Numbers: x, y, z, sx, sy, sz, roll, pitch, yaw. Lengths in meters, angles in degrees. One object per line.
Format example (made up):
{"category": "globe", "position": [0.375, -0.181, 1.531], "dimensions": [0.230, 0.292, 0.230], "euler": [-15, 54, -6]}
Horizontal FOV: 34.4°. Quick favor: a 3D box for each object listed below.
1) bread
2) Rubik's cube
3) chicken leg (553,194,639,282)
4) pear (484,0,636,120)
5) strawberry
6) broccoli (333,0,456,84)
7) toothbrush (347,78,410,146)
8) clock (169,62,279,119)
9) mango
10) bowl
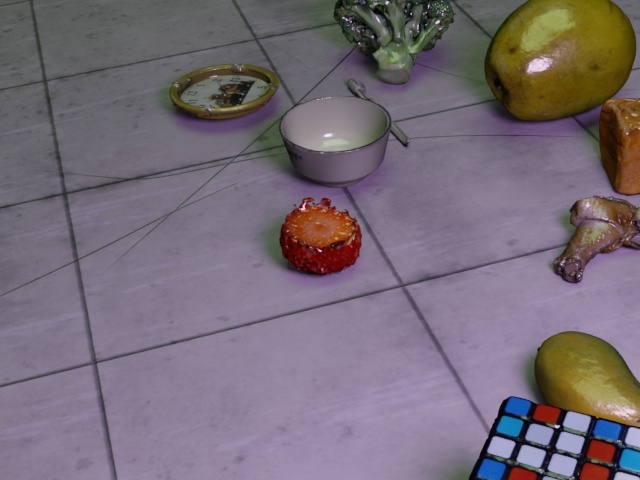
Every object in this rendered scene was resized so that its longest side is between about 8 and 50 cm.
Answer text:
{"category": "bread", "position": [0.583, -0.173, 1.830], "dimensions": [0.158, 0.143, 0.149], "euler": [-4, 36, -5]}
{"category": "Rubik's cube", "position": [0.268, 0.315, 1.169], "dimensions": [0.187, 0.182, 0.184], "euler": [10, 40, 21]}
{"category": "chicken leg", "position": [0.450, -0.013, 1.683], "dimensions": [0.196, 0.080, 0.125], "euler": [-22, 52, -21]}
{"category": "pear", "position": [0.464, -0.360, 2.019], "dimensions": [0.307, 0.253, 0.253], "euler": [-31, 42, -14]}
{"category": "strawberry", "position": [0.000, 0.000, 1.711], "dimensions": [0.145, 0.086, 0.145], "euler": [-4, 38, 3]}
{"category": "broccoli", "position": [0.163, -0.467, 2.237], "dimensions": [0.270, 0.270, 0.270], "euler": [0, 70, 8]}
{"category": "toothbrush", "position": [0.116, -0.265, 2.108], "dimensions": [0.028, 0.026, 0.294], "euler": [-2, 33, -21]}
{"category": "clock", "position": [-0.201, -0.306, 2.179], "dimensions": [0.237, 0.057, 0.237], "euler": [-3, 34, 2]}
{"category": "mango", "position": [0.366, 0.196, 1.400], "dimensions": [0.122, 0.085, 0.191], "euler": [-13, 36, -16]}
{"category": "bowl", "position": [0.031, -0.174, 1.923], "dimensions": [0.211, 0.112, 0.211], "euler": [-4, 37, 3]}
